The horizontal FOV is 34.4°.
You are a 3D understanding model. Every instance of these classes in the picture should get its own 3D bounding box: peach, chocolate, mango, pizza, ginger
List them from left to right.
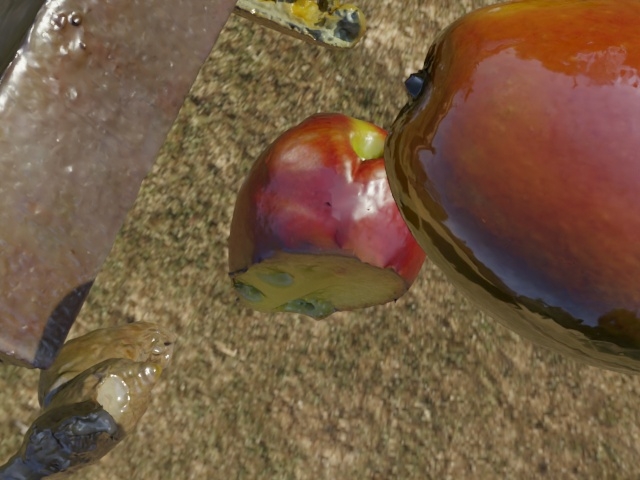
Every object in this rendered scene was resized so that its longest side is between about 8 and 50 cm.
[{"bbox_3d":[-0.146,-0.084,0.601,0.112,0.321,0.112,36,156,-34],"label":"chocolate"},{"bbox_3d":[-0.185,0.120,0.850,0.122,0.290,0.084,-38,98,8],"label":"ginger"},{"bbox_3d":[-0.038,-0.316,1.401,0.257,0.268,0.087,27,97,11],"label":"pizza"},{"bbox_3d":[0.000,0.000,1.389,0.281,0.281,0.338,26,120,-3],"label":"peach"},{"bbox_3d":[0.163,-0.015,0.429,0.289,0.129,0.146,6,92,-26],"label":"mango"}]
